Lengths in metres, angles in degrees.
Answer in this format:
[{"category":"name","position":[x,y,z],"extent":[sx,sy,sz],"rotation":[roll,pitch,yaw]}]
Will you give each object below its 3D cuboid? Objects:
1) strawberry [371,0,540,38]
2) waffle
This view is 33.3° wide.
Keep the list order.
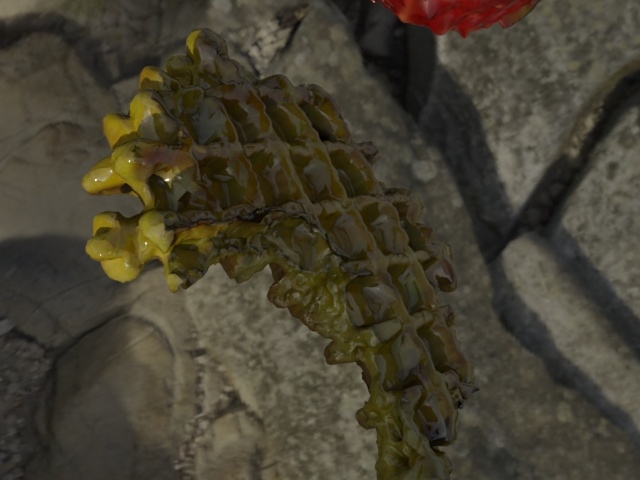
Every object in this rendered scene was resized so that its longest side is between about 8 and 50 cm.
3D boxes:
[{"category":"strawberry","position":[0.031,-0.207,0.593],"extent":[0.236,0.111,0.190],"rotation":[30,68,-6]},{"category":"waffle","position":[0.000,0.000,0.651],"extent":[0.293,0.069,0.260],"rotation":[43,32,-22]}]
